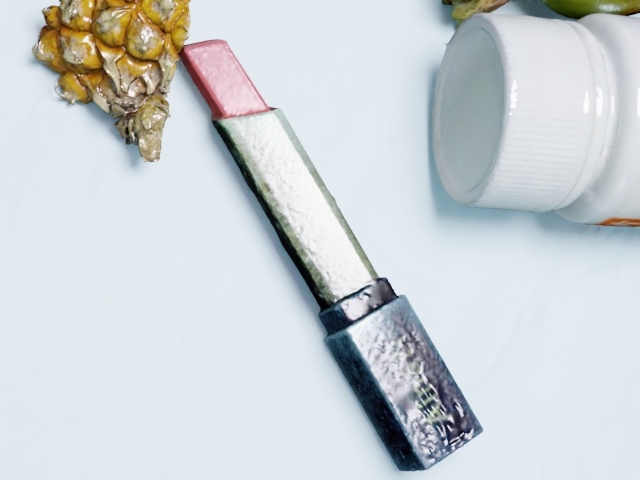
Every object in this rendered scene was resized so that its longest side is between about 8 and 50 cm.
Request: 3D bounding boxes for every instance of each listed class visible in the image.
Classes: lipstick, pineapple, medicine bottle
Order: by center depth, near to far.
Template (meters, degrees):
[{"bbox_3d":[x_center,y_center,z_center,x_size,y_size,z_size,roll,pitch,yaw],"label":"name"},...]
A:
[{"bbox_3d":[-0.117,-0.104,0.758,0.114,0.077,0.114,-9,94,16],"label":"pineapple"},{"bbox_3d":[0.000,0.000,0.773,0.051,0.051,0.312,-29,89,-19],"label":"lipstick"},{"bbox_3d":[0.211,-0.078,0.805,0.252,0.144,0.144,4,79,-20],"label":"medicine bottle"}]

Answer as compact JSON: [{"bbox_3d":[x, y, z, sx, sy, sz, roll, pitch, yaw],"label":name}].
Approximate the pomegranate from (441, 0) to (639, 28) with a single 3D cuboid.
[{"bbox_3d":[0.174,-0.214,0.827,0.205,0.159,0.159,-28,89,6],"label":"pomegranate"}]
